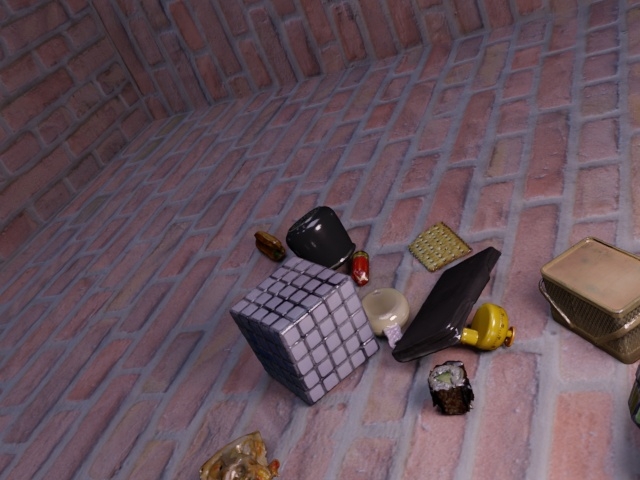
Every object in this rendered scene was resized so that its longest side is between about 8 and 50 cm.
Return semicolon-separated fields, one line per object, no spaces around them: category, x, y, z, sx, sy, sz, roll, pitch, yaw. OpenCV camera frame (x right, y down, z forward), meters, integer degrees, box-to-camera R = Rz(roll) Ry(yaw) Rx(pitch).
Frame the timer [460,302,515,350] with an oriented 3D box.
timer;0.366;0.192;1.616;0.109;0.107;0.107;15;28;-12

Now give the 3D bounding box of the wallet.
wallet;0.310;0.141;1.725;0.197;0.051;0.377;-32;11;41

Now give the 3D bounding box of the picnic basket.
picnic basket;0.603;0.118;1.523;0.165;0.139;0.266;-31;29;-12

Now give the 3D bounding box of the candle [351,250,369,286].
candle;0.114;0.083;2.054;0.052;0.052;0.131;-18;30;13

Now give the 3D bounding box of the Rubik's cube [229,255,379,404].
Rubik's cube;-0.038;0.210;1.767;0.238;0.237;0.237;-38;30;-23

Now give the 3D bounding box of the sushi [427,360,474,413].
sushi;0.279;0.309;1.517;0.098;0.084;0.094;-6;30;23

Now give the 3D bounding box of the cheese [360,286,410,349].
cheese;0.167;0.200;1.808;0.137;0.064;0.227;-25;30;2

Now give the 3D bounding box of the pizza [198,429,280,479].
pizza;-0.165;0.524;1.519;0.189;0.071;0.297;-27;29;-5

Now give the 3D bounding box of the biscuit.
biscuit;0.326;0.016;2.035;0.144;0.016;0.203;-28;30;-6

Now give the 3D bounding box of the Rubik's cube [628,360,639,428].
Rubik's cube;0.647;0.247;1.143;0.264;0.319;0.319;-46;25;15

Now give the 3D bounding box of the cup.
cup;0.000;0.000;2.147;0.169;0.176;0.223;-42;9;-3

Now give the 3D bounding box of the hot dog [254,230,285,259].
hot dog;-0.165;0.013;2.370;0.055;0.072;0.188;-13;23;-25
